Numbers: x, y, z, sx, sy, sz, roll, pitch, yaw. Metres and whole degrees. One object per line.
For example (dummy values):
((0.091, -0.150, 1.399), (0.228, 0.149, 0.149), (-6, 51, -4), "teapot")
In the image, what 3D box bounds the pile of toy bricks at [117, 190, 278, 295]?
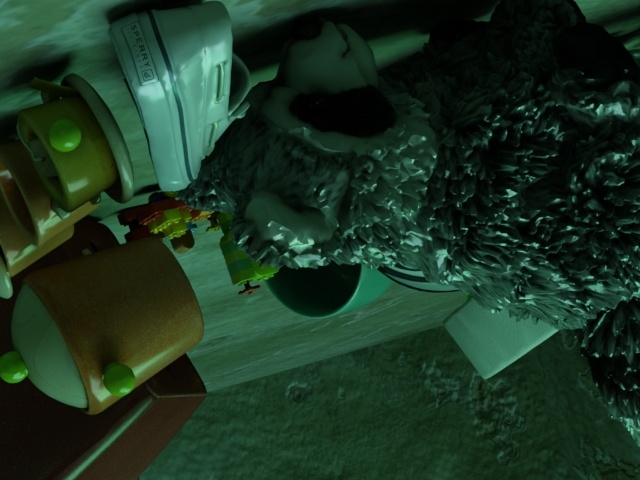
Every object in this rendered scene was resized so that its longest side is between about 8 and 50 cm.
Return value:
((-0.070, -0.004, 1.725), (0.212, 0.105, 0.118), (-14, 170, -37), "pile of toy bricks")

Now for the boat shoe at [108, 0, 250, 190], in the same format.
((-0.078, -0.087, 1.208), (0.076, 0.083, 0.226), (-18, 172, -4), "boat shoe")

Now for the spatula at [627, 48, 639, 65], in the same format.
((0.371, -0.166, 1.728), (0.242, 0.019, 0.168), (0, 176, 45), "spatula")

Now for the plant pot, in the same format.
((-0.253, 0.117, 1.630), (0.235, 0.267, 0.267), (-32, 171, 8), "plant pot")

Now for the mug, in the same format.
((0.007, -0.003, 1.926), (0.097, 0.158, 0.129), (-14, 146, -53), "mug")

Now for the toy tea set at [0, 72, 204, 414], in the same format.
((-0.190, 0.021, 1.281), (0.124, 0.200, 0.336), (-26, 180, -18), "toy tea set")

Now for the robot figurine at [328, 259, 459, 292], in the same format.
((0.099, -0.042, 1.623), (0.209, 0.173, 0.278), (-60, 173, -3), "robot figurine")

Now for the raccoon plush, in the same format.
((0.105, 0.033, 1.355), (0.299, 0.446, 0.216), (-31, -171, -17), "raccoon plush")

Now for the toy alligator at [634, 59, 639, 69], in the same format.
((0.294, -0.133, 1.751), (0.189, 0.051, 0.056), (6, 176, -28), "toy alligator")

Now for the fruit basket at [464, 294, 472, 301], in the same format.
((0.200, -0.017, 2.125), (0.327, 0.165, 0.353), (-25, 168, 34), "fruit basket")

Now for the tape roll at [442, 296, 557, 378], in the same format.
((0.283, -0.010, 1.773), (0.392, 0.072, 0.392), (-36, 175, -4), "tape roll")
